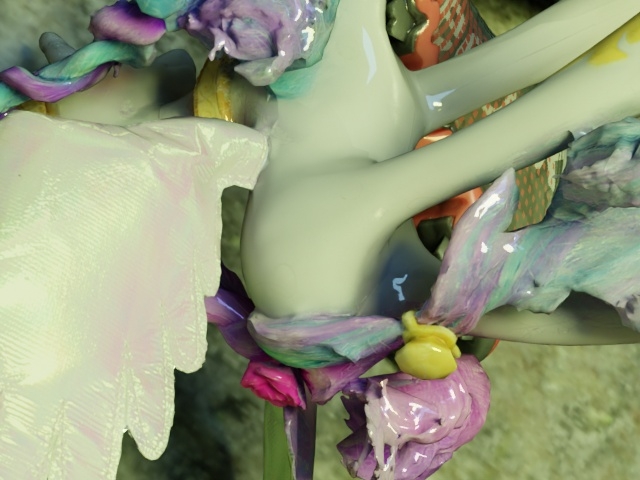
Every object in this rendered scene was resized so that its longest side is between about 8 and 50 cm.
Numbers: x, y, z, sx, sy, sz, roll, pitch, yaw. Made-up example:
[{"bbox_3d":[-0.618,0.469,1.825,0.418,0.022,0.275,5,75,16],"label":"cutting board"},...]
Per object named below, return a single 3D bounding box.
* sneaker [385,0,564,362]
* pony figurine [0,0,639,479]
[{"bbox_3d":[0.057,-0.078,0.982,0.135,0.097,0.276,-29,108,-46],"label":"sneaker"},{"bbox_3d":[0.000,0.000,0.787,0.303,0.363,0.351,56,25,-48],"label":"pony figurine"}]
